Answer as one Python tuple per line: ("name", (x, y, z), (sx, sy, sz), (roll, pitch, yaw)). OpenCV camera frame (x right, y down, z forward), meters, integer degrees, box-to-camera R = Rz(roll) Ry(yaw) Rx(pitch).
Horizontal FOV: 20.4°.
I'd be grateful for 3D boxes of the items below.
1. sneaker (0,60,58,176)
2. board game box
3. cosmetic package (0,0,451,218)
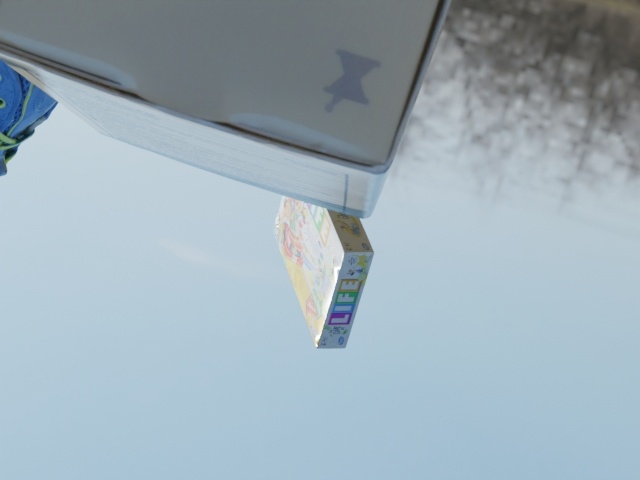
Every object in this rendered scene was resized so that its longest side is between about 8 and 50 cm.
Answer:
("sneaker", (-0.204, -0.055, 0.975), (0.126, 0.240, 0.091), (3, -172, 28))
("board game box", (0.000, 0.000, 1.465), (0.026, 0.103, 0.154), (0, -141, -20))
("cosmetic package", (-0.025, -0.095, 0.726), (0.153, 0.129, 0.296), (19, 179, 0))
